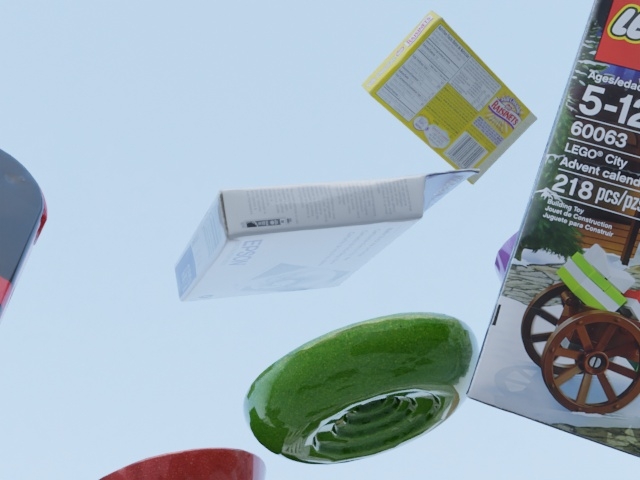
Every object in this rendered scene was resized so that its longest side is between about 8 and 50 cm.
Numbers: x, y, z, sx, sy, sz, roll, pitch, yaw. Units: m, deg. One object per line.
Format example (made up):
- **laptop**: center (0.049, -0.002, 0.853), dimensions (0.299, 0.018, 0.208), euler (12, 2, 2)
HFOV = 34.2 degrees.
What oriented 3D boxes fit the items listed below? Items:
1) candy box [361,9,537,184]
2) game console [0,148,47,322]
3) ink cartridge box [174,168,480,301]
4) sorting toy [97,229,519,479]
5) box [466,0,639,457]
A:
- **candy box**: center (0.141, -0.146, 1.106), dimensions (0.105, 0.027, 0.206), euler (-48, -47, 8)
- **game console**: center (-0.415, -0.040, 0.813), dimensions (0.387, 0.342, 0.060), euler (33, -58, -19)
- **ink cartridge box**: center (0.000, 0.000, 0.908), dimensions (0.224, 0.223, 0.045), euler (-7, -104, -18)
- **sorting toy**: center (0.019, 0.131, 0.523), dimensions (0.365, 0.126, 0.127), euler (-35, -35, 25)
- **box**: center (0.184, 0.014, 0.342), dimensions (0.233, 0.044, 0.159), euler (17, -93, 13)
